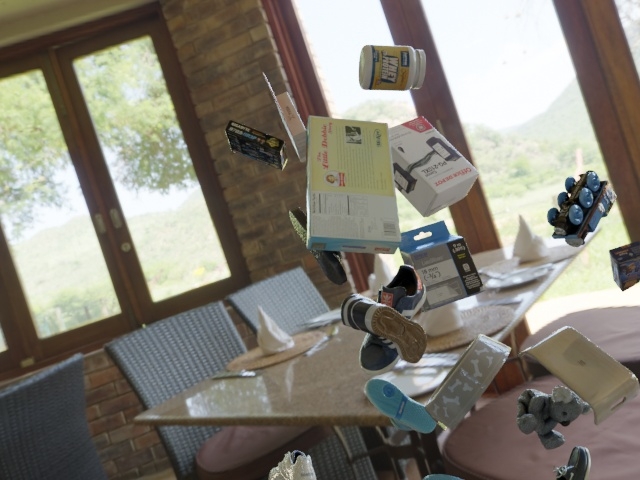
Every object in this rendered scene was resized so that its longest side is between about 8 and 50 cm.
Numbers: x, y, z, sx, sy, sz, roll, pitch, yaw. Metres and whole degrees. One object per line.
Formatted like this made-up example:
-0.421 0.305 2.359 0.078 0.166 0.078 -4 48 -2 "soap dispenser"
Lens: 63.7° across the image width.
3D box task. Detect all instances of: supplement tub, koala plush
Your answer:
0.232 -0.567 1.698 0.199 0.145 0.144 0 -1 -6 "supplement tub"
0.863 0.618 1.895 0.221 0.196 0.203 -42 21 38 "koala plush"

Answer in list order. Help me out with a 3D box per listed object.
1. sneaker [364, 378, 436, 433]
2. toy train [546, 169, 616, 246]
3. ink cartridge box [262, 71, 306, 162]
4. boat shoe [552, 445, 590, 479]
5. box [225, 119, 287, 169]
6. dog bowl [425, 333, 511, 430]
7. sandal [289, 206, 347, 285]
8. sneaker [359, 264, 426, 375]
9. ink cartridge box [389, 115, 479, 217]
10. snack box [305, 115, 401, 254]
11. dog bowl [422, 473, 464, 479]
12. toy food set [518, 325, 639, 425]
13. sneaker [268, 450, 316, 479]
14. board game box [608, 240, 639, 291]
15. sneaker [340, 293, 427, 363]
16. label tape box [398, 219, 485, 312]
0.294 0.683 2.103 0.127 0.318 0.208 -55 0 -25 "sneaker"
0.569 -0.068 1.123 0.184 0.105 0.080 -53 21 -21 "toy train"
-0.122 -0.490 2.003 0.066 0.296 0.261 -23 -41 0 "ink cartridge box"
0.738 0.723 1.540 0.255 0.079 0.095 -56 -20 -30 "boat shoe"
-0.236 -0.351 1.913 0.220 0.051 0.175 22 -14 5 "box"
0.465 0.450 1.658 0.349 0.102 0.349 -47 -18 -21 "dog bowl"
0.000 -0.001 1.216 0.054 0.255 0.097 -25 -40 -12 "sandal"
0.197 0.216 1.496 0.131 0.148 0.350 8 50 31 "sneaker"
0.270 -0.198 1.356 0.171 0.237 0.100 -26 -25 -29 "ink cartridge box"
0.063 -0.127 1.112 0.186 0.322 0.060 4 -31 -8 "snack box"
0.378 0.662 1.226 0.297 0.166 0.074 18 45 14 "dog bowl"
0.828 0.426 1.664 0.219 0.093 0.306 -20 41 -25 "toy food set"
-0.076 0.682 1.508 0.110 0.130 0.297 8 -21 -24 "sneaker"
1.065 0.084 1.733 0.194 0.060 0.194 -17 -43 4 "board game box"
0.165 0.230 1.368 0.153 0.282 0.099 14 69 46 "sneaker"
0.462 0.085 2.029 0.240 0.334 0.106 -17 -14 -12 "label tape box"
